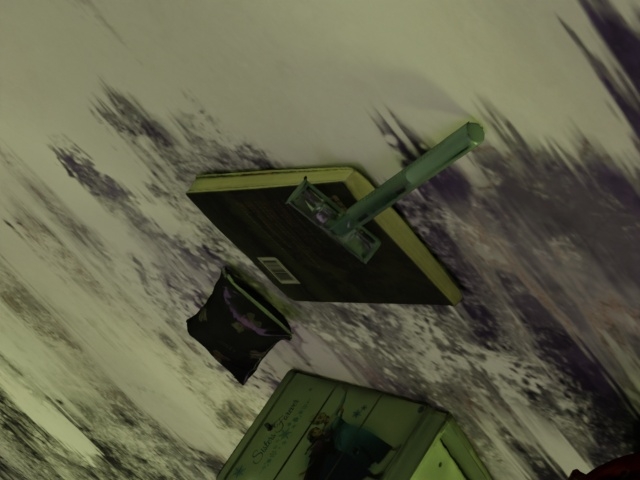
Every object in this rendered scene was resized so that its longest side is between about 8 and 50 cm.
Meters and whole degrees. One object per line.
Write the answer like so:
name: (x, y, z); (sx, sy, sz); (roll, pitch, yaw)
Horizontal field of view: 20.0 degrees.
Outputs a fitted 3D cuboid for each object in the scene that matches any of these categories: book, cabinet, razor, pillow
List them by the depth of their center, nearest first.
razor: (0.056, -0.040, 1.369); (0.084, 0.036, 0.211); (37, 148, -14)
book: (0.000, 0.000, 1.555); (0.228, 0.024, 0.160); (-2, 137, 52)
pillow: (-0.081, 0.085, 1.780); (0.090, 0.048, 0.150); (28, 152, -5)
cabinet: (0.038, 0.242, 1.793); (0.206, 0.145, 0.150); (10, 145, 42)

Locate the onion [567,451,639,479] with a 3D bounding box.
onion: (0.284, 0.319, 1.423); (0.341, 0.341, 0.341); (28, 154, 15)
